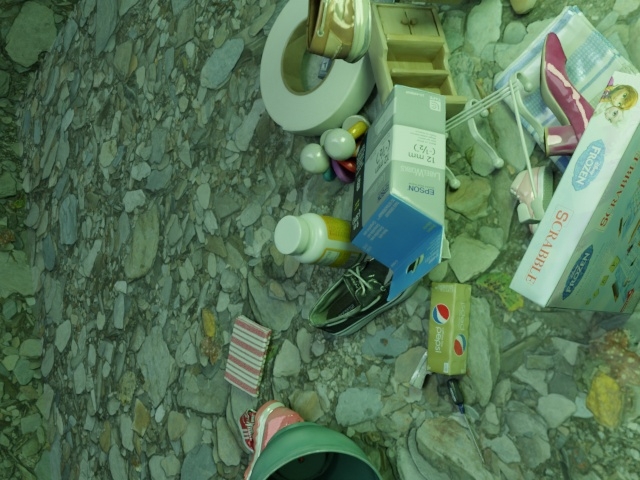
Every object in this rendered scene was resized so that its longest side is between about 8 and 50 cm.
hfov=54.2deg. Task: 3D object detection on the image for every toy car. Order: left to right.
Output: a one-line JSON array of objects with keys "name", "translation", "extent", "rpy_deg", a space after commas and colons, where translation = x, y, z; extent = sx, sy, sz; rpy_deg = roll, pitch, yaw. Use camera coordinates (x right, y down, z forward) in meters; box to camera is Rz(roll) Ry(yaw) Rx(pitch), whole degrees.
[{"name": "toy car", "translation": [0.054, -0.202, 1.487], "extent": [0.182, 0.159, 0.136], "rpy_deg": [-25, 104, 38]}]

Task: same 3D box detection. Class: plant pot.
[{"name": "plant pot", "translation": [-0.028, 0.522, 1.365], "extent": [0.196, 0.293, 0.292], "rpy_deg": [-126, 56, -67]}]

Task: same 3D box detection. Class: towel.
[{"name": "towel", "translation": [-0.199, 0.318, 1.724], "extent": [0.144, 0.029, 0.196], "rpy_deg": [18, 99, 45]}, {"name": "towel", "translation": [0.460, -0.269, 1.146], "extent": [0.209, 0.034, 0.284], "rpy_deg": [-46, 54, 31]}]

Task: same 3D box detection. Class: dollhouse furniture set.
[{"name": "dollhouse furniture set", "translation": [0.234, -0.446, 1.189], "extent": [0.394, 0.363, 0.256], "rpy_deg": [125, 138, -62]}]

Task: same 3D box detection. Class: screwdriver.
[{"name": "screwdriver", "translation": [0.285, 0.355, 1.232], "extent": [0.025, 0.024, 0.169], "rpy_deg": [-19, 70, 11]}]

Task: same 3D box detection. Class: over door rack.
[{"name": "over door rack", "translation": [0.311, -0.127, 1.189], "extent": [0.240, 0.108, 0.324], "rpy_deg": [-29, 48, 47]}]

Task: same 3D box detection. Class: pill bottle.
[{"name": "pill bottle", "translation": [0.000, 0.000, 1.441], "extent": [0.118, 0.209, 0.117], "rpy_deg": [-9, 78, 44]}]

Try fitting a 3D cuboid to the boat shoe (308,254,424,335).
[{"name": "boat shoe", "translation": [0.101, 0.108, 1.385], "extent": [0.335, 0.119, 0.121], "rpy_deg": [-49, 53, 28]}]

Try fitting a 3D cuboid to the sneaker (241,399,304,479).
[{"name": "sneaker", "translation": [-0.107, 0.559, 1.528], "extent": [0.136, 0.116, 0.313], "rpy_deg": [3, 85, 44]}]

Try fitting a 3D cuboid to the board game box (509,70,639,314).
[{"name": "board game box", "translation": [0.446, -0.046, 0.921], "extent": [0.066, 0.318, 0.318], "rpy_deg": [34, 107, 43]}]

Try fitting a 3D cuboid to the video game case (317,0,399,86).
[{"name": "video game case", "translation": [0.099, -0.528, 1.558], "extent": [0.196, 0.026, 0.274], "rpy_deg": [23, 101, 45]}]

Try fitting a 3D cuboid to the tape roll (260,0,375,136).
[{"name": "tape roll", "translation": [-0.007, -0.459, 1.587], "extent": [0.392, 0.072, 0.391], "rpy_deg": [-9, 77, 43]}]

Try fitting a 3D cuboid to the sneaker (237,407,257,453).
[{"name": "sneaker", "translation": [-0.180, 0.502, 1.661], "extent": [0.067, 0.042, 0.118], "rpy_deg": [-58, 47, 26]}]

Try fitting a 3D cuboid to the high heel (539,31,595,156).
[{"name": "high heel", "translation": [0.450, -0.260, 1.098], "extent": [0.117, 0.082, 0.243], "rpy_deg": [-2, 69, 16]}]

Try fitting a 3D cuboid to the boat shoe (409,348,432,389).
[{"name": "boat shoe", "translation": [0.221, 0.266, 1.306], "extent": [0.035, 0.035, 0.100], "rpy_deg": [27, 101, 16]}]

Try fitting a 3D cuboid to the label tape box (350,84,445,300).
[{"name": "label tape box", "translation": [0.144, -0.085, 1.226], "extent": [0.249, 0.115, 0.347], "rpy_deg": [125, 155, -64]}]

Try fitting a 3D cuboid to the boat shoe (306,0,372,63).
[{"name": "boat shoe", "translation": [0.015, -0.471, 1.076], "extent": [0.123, 0.117, 0.324], "rpy_deg": [170, 96, -74]}]

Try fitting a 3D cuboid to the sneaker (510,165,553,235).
[{"name": "sneaker", "translation": [0.392, -0.072, 1.172], "extent": [0.070, 0.051, 0.134], "rpy_deg": [-1, 80, 47]}]

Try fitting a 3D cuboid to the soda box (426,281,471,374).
[{"name": "soda box", "translation": [0.258, 0.175, 1.257], "extent": [0.058, 0.061, 0.181], "rpy_deg": [1, 85, 46]}]
